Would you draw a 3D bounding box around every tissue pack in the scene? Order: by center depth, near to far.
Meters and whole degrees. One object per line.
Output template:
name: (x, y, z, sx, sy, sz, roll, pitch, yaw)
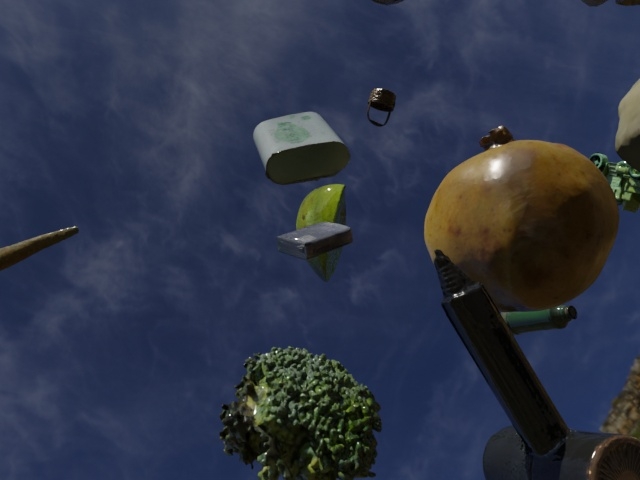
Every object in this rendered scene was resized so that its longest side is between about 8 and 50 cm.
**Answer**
tissue pack: (-0.012, -0.002, 1.264, 0.156, 0.112, 0.051, -20, -67, -39)

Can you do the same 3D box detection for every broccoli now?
broccoli: (-0.038, 0.374, 1.080, 0.334, 0.324, 0.272, 13, -96, -3)

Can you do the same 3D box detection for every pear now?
pear: (-0.004, -0.002, 1.486, 0.139, 0.239, 0.288, 4, -25, 6)

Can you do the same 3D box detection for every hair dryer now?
hair dryer: (0.218, 0.166, 0.616, 0.107, 0.189, 0.352, -28, -94, -26)

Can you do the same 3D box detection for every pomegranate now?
pomegranate: (0.315, -0.018, 0.832, 0.307, 0.307, 0.307, -6, -68, -16)

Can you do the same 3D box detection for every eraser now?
eraser: (-0.049, -0.202, 1.116, 0.174, 0.227, 0.081, -11, -59, -9)

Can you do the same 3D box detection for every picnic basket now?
picnic basket: (0.144, -0.317, 1.252, 0.072, 0.072, 0.083, 17, -89, -23)

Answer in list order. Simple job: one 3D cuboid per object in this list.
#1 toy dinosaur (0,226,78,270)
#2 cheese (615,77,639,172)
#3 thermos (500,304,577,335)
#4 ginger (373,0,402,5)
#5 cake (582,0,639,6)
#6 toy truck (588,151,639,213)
toy dinosaur: (-0.234, 0.037, 0.293, 0.162, 0.039, 0.126, 11, -100, 0)
cheese: (0.531, -0.133, 0.624, 0.326, 0.115, 0.318, -7, -97, 0)
thermos: (0.543, 0.186, 1.284, 0.073, 0.188, 0.083, 43, -120, -13)
ginger: (0.148, -0.358, 0.509, 0.155, 0.304, 0.244, 33, -101, -55)
cake: (0.666, -0.610, 1.041, 0.321, 0.332, 0.332, 27, -80, -4)
toy truck: (0.759, -0.128, 1.253, 0.128, 0.259, 0.135, 9, -74, -22)
